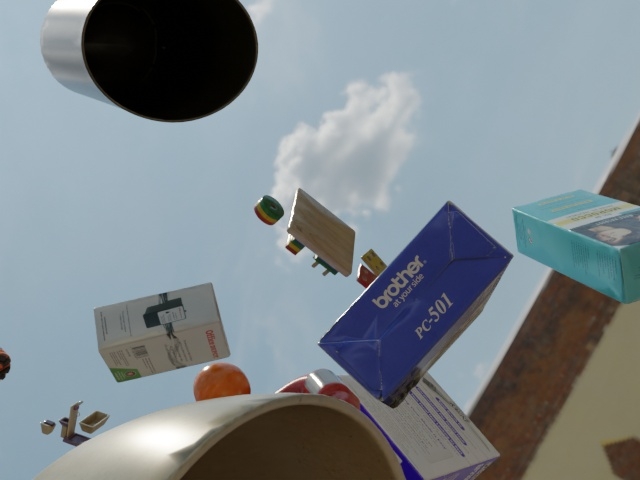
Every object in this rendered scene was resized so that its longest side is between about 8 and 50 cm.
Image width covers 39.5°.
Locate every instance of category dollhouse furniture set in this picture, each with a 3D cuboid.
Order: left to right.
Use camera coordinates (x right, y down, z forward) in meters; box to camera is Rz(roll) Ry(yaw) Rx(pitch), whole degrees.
[{"bbox_3d":[-0.453,0.318,1.674,0.114,0.091,0.081,-31,-45,-69],"label":"dollhouse furniture set"}]

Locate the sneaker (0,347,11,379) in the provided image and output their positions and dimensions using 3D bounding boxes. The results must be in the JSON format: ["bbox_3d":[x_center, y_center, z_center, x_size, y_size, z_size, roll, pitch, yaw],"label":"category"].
[{"bbox_3d":[-0.599,0.228,1.408,0.221,0.087,0.083,-32,-37,-16],"label":"sneaker"}]

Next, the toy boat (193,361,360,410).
[{"bbox_3d":[-0.080,0.192,0.912,0.231,0.151,0.151,-34,15,-9],"label":"toy boat"}]

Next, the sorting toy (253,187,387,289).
[{"bbox_3d":[0.000,0.000,1.513,0.046,0.274,0.132,-43,20,28],"label":"sorting toy"}]

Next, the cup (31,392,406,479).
[{"bbox_3d":[-0.114,0.263,0.656,0.331,0.237,0.331,-4,-85,-51],"label":"cup"}]

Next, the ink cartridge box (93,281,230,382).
[{"bbox_3d":[-0.271,0.161,1.545,0.208,0.087,0.153,-12,-30,-7],"label":"ink cartridge box"}]

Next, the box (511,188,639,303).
[{"bbox_3d":[0.312,-0.001,0.990,0.100,0.244,0.060,-15,-75,-11],"label":"box"}]

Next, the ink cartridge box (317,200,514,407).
[{"bbox_3d":[0.056,0.049,0.527,0.097,0.046,0.207,-47,-13,-5],"label":"ink cartridge box"}]

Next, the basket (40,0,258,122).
[{"bbox_3d":[-0.216,-0.222,1.012,0.204,0.227,0.154,-7,-74,-35],"label":"basket"}]

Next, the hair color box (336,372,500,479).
[{"bbox_3d":[0.121,0.292,1.303,0.110,0.185,0.339,-49,-25,16],"label":"hair color box"}]
